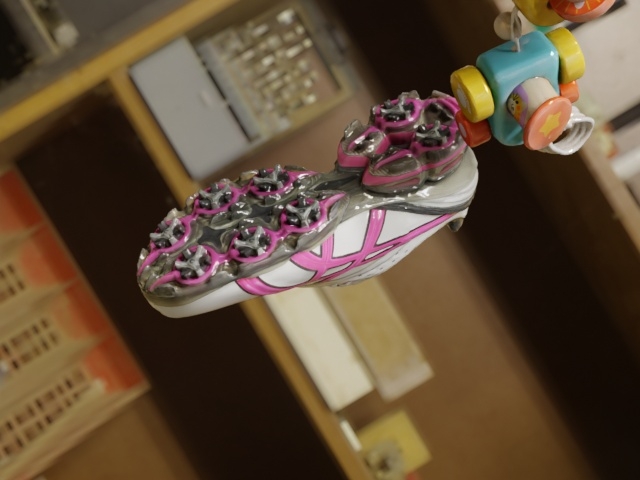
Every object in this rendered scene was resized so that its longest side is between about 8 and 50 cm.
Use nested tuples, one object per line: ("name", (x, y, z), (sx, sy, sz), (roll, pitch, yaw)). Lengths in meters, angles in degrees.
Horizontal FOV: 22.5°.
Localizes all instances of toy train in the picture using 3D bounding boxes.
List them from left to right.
("toy train", (0.132, -0.093, 0.718), (0.125, 0.166, 0.046), (6, 39, -37))

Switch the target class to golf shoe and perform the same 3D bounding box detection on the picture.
("golf shoe", (0.000, 0.000, 0.797), (0.067, 0.186, 0.086), (48, -23, 45))
